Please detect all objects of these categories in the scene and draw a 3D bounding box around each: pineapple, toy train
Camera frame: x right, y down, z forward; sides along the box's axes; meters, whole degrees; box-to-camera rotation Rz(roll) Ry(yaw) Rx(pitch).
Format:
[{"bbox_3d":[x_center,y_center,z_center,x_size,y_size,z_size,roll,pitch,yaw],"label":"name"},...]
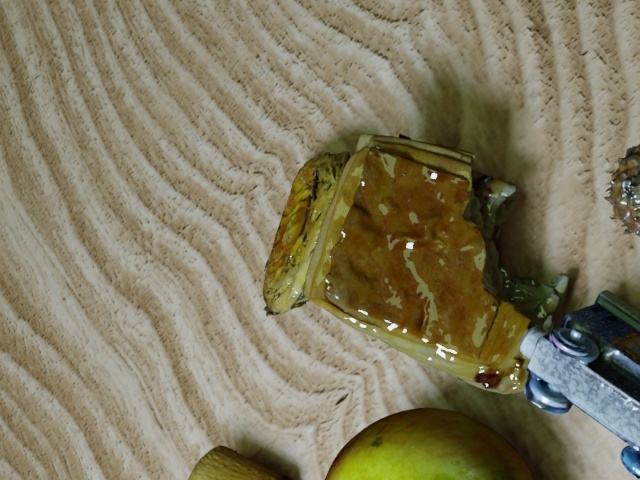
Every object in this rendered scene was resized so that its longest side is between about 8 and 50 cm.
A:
[{"bbox_3d":[0.458,-0.070,1.612,0.166,0.193,0.166,-1,88,39],"label":"pineapple"},{"bbox_3d":[0.418,0.200,1.613,0.300,0.202,0.131,38,124,32],"label":"toy train"}]

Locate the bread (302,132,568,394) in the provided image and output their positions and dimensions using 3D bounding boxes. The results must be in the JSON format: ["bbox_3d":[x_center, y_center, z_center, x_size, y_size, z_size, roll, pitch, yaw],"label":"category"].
[{"bbox_3d":[0.182,0.036,1.796,0.370,0.191,0.314,21,80,7],"label":"bread"}]

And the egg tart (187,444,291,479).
[{"bbox_3d":[-0.127,0.448,2.010,0.147,0.202,0.202,5,88,24],"label":"egg tart"}]

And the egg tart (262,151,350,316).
[{"bbox_3d":[0.000,0.000,1.962,0.297,0.132,0.297,-54,20,30],"label":"egg tart"}]

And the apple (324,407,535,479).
[{"bbox_3d":[0.148,0.411,1.727,0.339,0.339,0.339,-4,83,36],"label":"apple"}]
